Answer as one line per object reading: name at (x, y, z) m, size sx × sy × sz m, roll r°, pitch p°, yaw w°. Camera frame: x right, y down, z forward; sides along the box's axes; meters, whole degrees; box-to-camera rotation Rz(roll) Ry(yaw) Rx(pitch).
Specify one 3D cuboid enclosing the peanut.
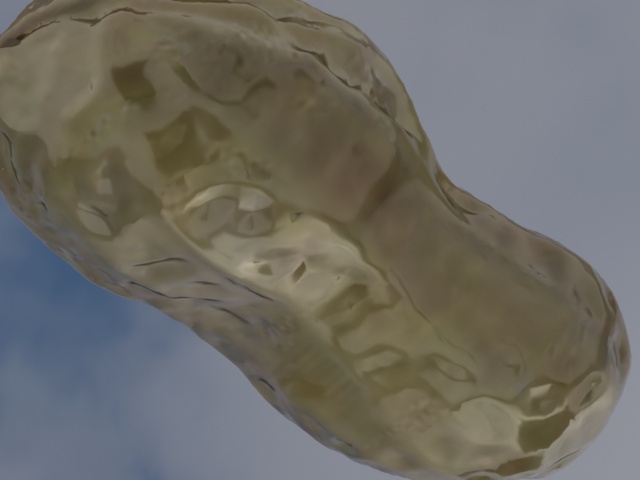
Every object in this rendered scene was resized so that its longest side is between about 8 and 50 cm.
peanut at (0.000, 0.000, 0.826) m, size 0.313 × 0.149 × 0.149 m, roll 41°, pitch -142°, yaw -19°
